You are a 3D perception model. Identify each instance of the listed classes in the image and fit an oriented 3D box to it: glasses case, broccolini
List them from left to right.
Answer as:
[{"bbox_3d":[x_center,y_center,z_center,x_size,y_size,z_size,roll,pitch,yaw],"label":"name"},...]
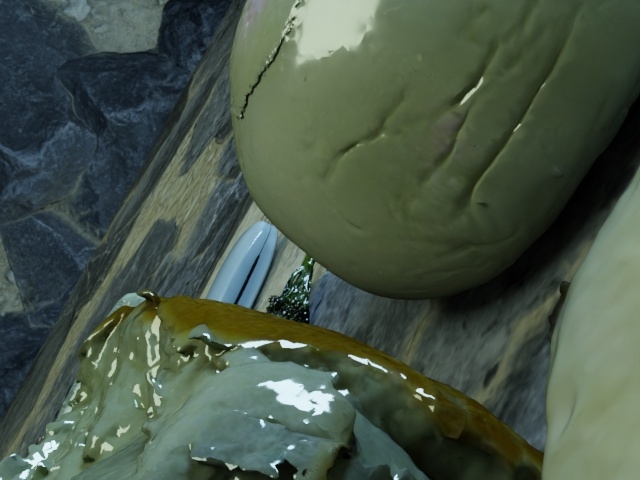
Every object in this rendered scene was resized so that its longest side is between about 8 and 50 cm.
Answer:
[{"bbox_3d":[-0.095,0.059,1.439,0.067,0.045,0.178,-29,33,63],"label":"glasses case"},{"bbox_3d":[0.000,0.001,1.264,0.042,0.044,0.218,75,-149,-49],"label":"broccolini"}]

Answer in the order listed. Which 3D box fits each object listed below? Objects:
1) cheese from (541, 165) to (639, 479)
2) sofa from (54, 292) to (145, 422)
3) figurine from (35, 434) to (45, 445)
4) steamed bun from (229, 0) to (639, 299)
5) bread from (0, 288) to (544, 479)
[{"bbox_3d":[0.192,0.015,0.436,0.318,0.115,0.326,-52,15,27],"label":"cheese"},{"bbox_3d":[-0.133,0.184,1.255,0.225,0.176,0.210,86,-156,-61],"label":"sofa"},{"bbox_3d":[-0.213,0.305,1.054,0.265,0.197,0.175,-54,9,-22],"label":"figurine"},{"bbox_3d":[0.060,-0.128,0.920,0.312,0.233,0.334,-59,13,-2],"label":"steamed bun"},{"bbox_3d":[-0.021,0.150,0.601,0.225,0.250,0.279,-62,16,-23],"label":"bread"}]
